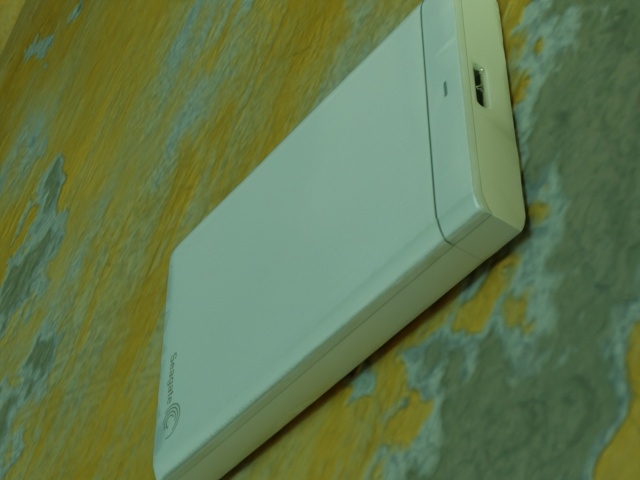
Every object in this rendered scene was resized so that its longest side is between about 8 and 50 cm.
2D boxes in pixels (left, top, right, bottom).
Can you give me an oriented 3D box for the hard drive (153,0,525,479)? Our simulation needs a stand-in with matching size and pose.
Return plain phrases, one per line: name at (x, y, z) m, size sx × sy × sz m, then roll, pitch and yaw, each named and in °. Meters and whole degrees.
hard drive at (0.000, 0.000, 1.037) m, size 0.353 × 0.047 × 0.233 m, roll -43°, pitch 33°, yaw 36°
